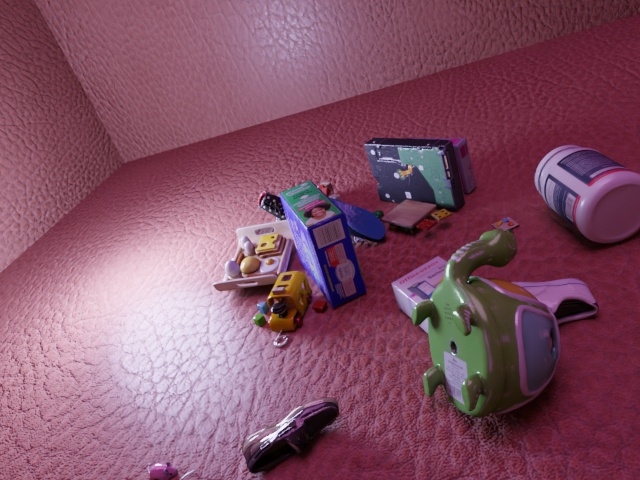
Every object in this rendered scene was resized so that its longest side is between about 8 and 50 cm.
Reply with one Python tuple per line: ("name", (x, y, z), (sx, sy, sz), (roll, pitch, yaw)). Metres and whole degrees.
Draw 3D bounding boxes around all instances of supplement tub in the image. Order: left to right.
("supplement tub", (0.710, -0.131, 1.336), (0.191, 0.191, 0.272), (-19, 29, 4))

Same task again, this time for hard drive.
("hard drive", (0.316, -0.231, 1.722), (0.064, 0.237, 0.338), (-38, 32, -28))

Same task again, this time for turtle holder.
("turtle holder", (0.321, 0.167, 0.985), (0.227, 0.243, 0.321), (-6, 64, -14))

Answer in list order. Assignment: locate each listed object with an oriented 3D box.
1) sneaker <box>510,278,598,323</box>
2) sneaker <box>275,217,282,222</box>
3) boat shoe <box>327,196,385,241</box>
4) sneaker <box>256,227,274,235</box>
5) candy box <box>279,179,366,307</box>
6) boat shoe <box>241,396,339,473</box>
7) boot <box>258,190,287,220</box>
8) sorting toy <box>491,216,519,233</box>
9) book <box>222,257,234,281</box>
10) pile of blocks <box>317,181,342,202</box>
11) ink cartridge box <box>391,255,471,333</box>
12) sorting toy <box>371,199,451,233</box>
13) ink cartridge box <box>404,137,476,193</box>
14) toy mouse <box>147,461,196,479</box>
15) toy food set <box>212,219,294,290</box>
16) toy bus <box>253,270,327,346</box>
("sneaker", (0.473, 0.143, 1.106), (0.257, 0.094, 0.091), (-13, 26, 2))
("sneaker", (-0.166, -0.084, 1.995), (0.031, 0.037, 0.083), (-8, 32, 19))
("boat shoe", (0.103, -0.067, 1.687), (0.258, 0.089, 0.109), (33, 64, 19))
("sneaker", (-0.203, -0.010, 1.860), (0.188, 0.066, 0.071), (-23, 27, -4))
("candy box", (0.000, 0.000, 1.497), (0.122, 0.268, 0.317), (-23, 28, -11))
("boat shoe", (-0.054, 0.406, 1.039), (0.223, 0.080, 0.073), (-28, 34, -2))
("boot", (-0.131, -0.101, 1.849), (0.085, 0.178, 0.236), (-62, 22, 10))
("sorting toy", (0.547, -0.043, 1.478), (0.062, 0.012, 0.083), (-21, 28, -1))
("book", (-0.276, 0.108, 1.741), (0.096, 0.035, 0.144), (-11, 31, 16))
("pile of blocks", (0.013, -0.131, 1.880), (0.148, 0.113, 0.362), (-24, 28, -5))
("ink cartridge box", (0.297, 0.145, 1.237), (0.154, 0.093, 0.212), (-28, 27, -11))
("sorting toy", (0.301, -0.074, 1.658), (0.132, 0.046, 0.274), (-37, 32, -28))
("ink cartridge box", (0.388, -0.269, 1.792), (0.065, 0.186, 0.311), (-39, 33, -27))
("toy mouse", (-0.336, 0.517, 1.074), (0.143, 0.031, 0.161), (-25, 29, -7))
("toy food set", (-0.218, 0.042, 1.694), (0.219, 0.092, 0.306), (-10, 36, 16))
("toy bus", (-0.100, 0.174, 1.434), (0.190, 0.104, 0.202), (-31, 30, -18))
